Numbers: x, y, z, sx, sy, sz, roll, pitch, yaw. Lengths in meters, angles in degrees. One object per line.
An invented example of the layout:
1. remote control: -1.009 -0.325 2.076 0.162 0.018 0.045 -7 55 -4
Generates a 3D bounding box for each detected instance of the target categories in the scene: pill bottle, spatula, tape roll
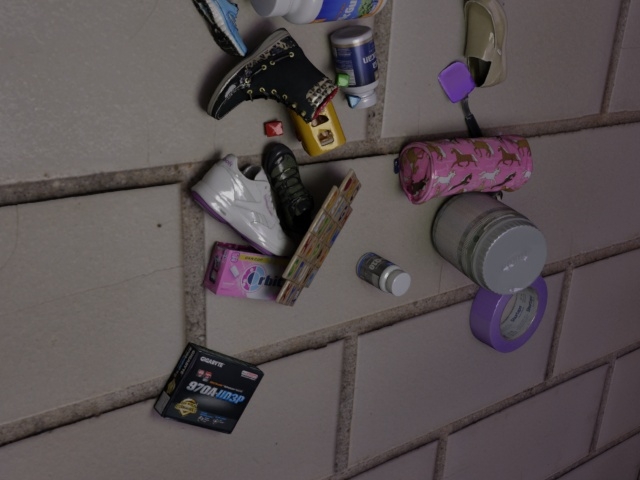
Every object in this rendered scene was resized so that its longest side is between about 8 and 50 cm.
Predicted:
1. pill bottle: 0.164 0.089 1.955 0.078 0.137 0.078 -18 120 -34
2. spatula: 0.396 -0.347 2.021 0.084 0.030 0.296 -38 132 -4
3. tape roll: 0.604 0.217 2.414 0.274 0.090 0.275 -18 121 -33
4. pill bottle: 0.082 -0.388 1.700 0.094 0.094 0.169 -30 126 -26
5. pill bottle: -0.005 -0.518 1.528 0.272 0.152 0.152 -18 120 -33

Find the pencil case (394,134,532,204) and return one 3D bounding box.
1. pencil case: 0.385 -0.190 1.984 0.386 0.167 0.160 -10 92 -32

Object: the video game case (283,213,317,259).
1. video game case: -0.035 -0.010 1.832 0.122 0.011 0.087 -24 123 -30

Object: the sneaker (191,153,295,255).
1. sneaker: -0.136 -0.069 1.649 0.152 0.114 0.305 -54 133 -5

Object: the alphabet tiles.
1. alphabet tiles: 0.000 0.000 1.755 0.343 0.011 0.285 -60 167 -3

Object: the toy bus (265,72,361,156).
1. toy bus: -0.018 -0.282 1.620 0.202 0.104 0.191 18 104 -19

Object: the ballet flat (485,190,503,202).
1. ballet flat: 0.494 -0.064 2.208 0.074 0.074 0.203 -9 115 -37

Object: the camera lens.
1. camera lens: 0.449 0.001 2.040 0.219 0.274 0.219 -9 115 -19

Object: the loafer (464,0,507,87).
1. loafer: 0.416 -0.501 1.922 0.092 0.102 0.268 -42 131 -25

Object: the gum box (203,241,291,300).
1. gum box: -0.170 0.071 1.721 0.188 0.062 0.107 9 103 -42

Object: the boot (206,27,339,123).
1. boot: -0.096 -0.293 1.528 0.236 0.178 0.085 -46 175 -5

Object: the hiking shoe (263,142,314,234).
1. hiking shoe: -0.056 -0.111 1.697 0.086 0.114 0.227 -33 128 -26

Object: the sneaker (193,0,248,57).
1. sneaker: -0.179 -0.433 1.485 0.073 0.063 0.162 -47 133 -20

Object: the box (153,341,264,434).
1. box: -0.260 0.353 1.783 0.220 0.051 0.175 30 89 -43
